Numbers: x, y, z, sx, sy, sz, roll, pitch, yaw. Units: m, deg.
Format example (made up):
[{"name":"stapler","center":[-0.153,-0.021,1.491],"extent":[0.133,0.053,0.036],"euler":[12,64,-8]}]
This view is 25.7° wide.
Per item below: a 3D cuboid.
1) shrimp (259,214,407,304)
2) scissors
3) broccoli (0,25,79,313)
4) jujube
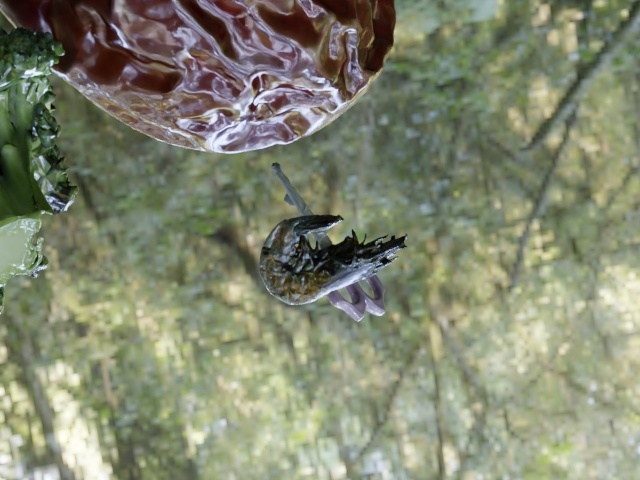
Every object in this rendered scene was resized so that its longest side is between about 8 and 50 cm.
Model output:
[{"name":"shrimp","center":[0.008,0.012,1.415],"extent":[0.161,0.091,0.034],"euler":[-19,-164,22]},{"name":"scissors","center":[0.000,0.000,1.593],"extent":[0.021,0.212,0.110],"euler":[-41,166,26]},{"name":"broccoli","center":[-0.259,-0.038,0.998],"extent":[0.226,0.176,0.198],"euler":[-27,151,12]},{"name":"jujube","center":[-0.112,-0.227,1.103],"extent":[0.276,0.377,0.276],"euler":[-23,-137,23]}]
